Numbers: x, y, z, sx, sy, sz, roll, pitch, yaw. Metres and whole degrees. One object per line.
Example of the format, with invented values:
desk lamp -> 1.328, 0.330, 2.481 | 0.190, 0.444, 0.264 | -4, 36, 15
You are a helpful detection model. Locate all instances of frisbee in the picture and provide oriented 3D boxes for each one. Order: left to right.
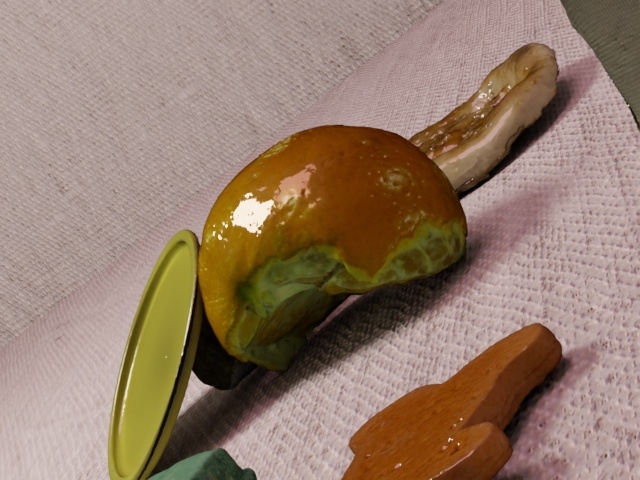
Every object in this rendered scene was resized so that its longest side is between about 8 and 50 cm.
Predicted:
frisbee -> -0.143, 0.105, 1.396 | 0.236, 0.017, 0.236 | -164, 90, -74

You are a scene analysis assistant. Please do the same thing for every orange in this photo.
orange -> -0.004, -0.004, 1.286 | 0.179, 0.158, 0.237 | -27, -6, -42

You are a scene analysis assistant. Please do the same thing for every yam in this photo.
yam -> -0.050, 0.045, 1.442 | 0.183, 0.107, 0.107 | -46, 11, -28

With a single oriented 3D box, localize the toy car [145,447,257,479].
toy car -> -0.147, 0.232, 0.924 | 0.141, 0.097, 0.321 | -33, 12, 33

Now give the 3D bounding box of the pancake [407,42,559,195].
pancake -> 0.128, -0.091, 1.554 | 0.282, 0.049, 0.282 | -41, 7, 6

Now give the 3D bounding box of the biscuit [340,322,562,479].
biscuit -> 0.041, 0.136, 0.842 | 0.165, 0.036, 0.250 | -35, 7, 32

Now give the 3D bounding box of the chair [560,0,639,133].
chair -> 0.251, -0.118, 0.852 | 0.319, 0.160, 0.186 | -28, 12, 41
